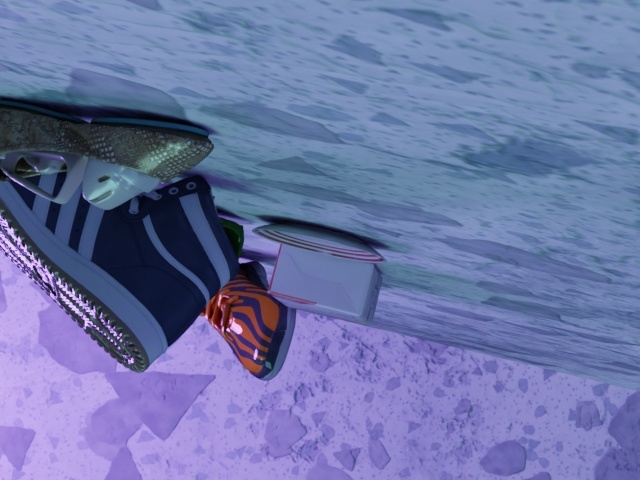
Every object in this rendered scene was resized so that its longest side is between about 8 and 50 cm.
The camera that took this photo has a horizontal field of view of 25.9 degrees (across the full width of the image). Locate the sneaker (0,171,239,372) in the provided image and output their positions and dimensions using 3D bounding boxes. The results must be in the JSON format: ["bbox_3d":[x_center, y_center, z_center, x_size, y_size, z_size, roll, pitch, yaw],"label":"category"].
[{"bbox_3d":[-0.196,-0.029,1.208,0.282,0.153,0.099,44,155,12],"label":"sneaker"}]

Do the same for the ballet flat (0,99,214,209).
[{"bbox_3d":[-0.164,-0.056,0.991,0.206,0.067,0.073,9,172,37],"label":"ballet flat"}]

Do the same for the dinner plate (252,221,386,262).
[{"bbox_3d":[0.000,0.000,1.419,0.141,0.017,0.141,13,175,1],"label":"dinner plate"}]

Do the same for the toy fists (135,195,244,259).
[{"bbox_3d":[-0.190,0.003,1.396,0.142,0.096,0.279,17,-174,18],"label":"toy fists"}]

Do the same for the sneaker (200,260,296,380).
[{"bbox_3d":[-0.150,0.090,1.885,0.180,0.124,0.321,17,-172,-20],"label":"sneaker"}]

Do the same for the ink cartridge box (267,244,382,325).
[{"bbox_3d":[0.011,0.057,1.701,0.115,0.067,0.198,14,173,8],"label":"ink cartridge box"}]
